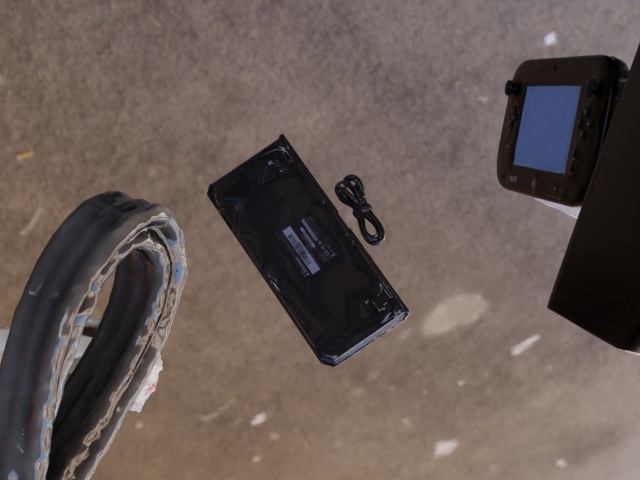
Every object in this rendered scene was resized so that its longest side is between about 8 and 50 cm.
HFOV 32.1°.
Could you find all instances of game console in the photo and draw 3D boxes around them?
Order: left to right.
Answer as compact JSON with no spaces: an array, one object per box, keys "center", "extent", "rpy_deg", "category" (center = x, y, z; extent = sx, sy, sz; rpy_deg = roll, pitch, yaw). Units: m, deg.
[{"center":[0.181,-0.057,0.740],"extent":[0.044,0.361,0.213],"rpy_deg":[18,95,-11],"category":"game console"}]

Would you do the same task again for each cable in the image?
[{"center":[-0.106,0.126,0.359],"extent":[0.287,0.072,0.139],"rpy_deg":[-55,146,-19],"category":"cable"}]

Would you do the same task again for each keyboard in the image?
[{"center":[0.000,0.000,0.878],"extent":[0.108,0.180,0.023],"rpy_deg":[-35,166,-2],"category":"keyboard"}]

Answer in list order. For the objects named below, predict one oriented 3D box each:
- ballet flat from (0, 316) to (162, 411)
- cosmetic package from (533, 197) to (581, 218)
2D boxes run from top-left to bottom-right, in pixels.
[{"center":[-0.232,0.086,0.785],"extent":[0.241,0.091,0.077],"rpy_deg":[-7,145,7],"category":"ballet flat"},{"center":[0.406,-0.072,0.905],"extent":[0.284,0.097,0.377],"rpy_deg":[25,155,-23],"category":"cosmetic package"}]
